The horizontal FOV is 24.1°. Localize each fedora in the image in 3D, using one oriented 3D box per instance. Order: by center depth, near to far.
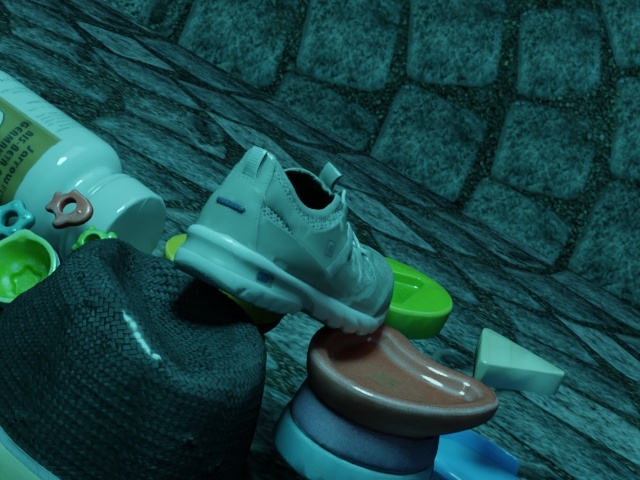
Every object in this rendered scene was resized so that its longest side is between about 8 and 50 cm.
[{"bbox_3d":[-0.134,0.098,1.061,0.334,0.152,0.334,28,13,-7],"label":"fedora"}]

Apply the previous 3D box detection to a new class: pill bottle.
[{"bbox_3d":[-0.265,-0.057,1.434,0.229,0.131,0.131,34,14,22],"label":"pill bottle"}]

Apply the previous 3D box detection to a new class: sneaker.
[{"bbox_3d":[0.000,0.000,1.152,0.105,0.115,0.281,27,4,22],"label":"sneaker"}]

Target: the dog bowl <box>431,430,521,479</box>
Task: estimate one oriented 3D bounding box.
[{"bbox_3d":[0.168,0.257,1.271,0.297,0.074,0.166,35,14,24],"label":"dog bowl"}]

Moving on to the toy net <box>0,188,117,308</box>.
[{"bbox_3d":[-0.286,-0.033,1.329,0.232,0.122,0.045,43,-13,28],"label":"toy net"}]

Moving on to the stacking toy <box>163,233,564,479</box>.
[{"bbox_3d":[0.023,0.118,1.274,0.279,0.130,0.309,1,26,-45],"label":"stacking toy"}]
